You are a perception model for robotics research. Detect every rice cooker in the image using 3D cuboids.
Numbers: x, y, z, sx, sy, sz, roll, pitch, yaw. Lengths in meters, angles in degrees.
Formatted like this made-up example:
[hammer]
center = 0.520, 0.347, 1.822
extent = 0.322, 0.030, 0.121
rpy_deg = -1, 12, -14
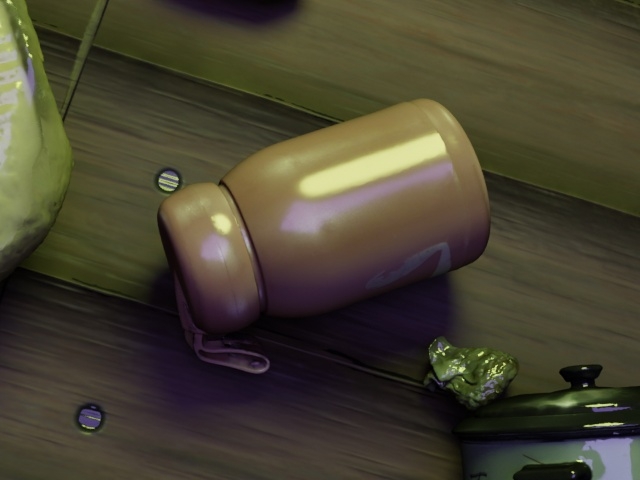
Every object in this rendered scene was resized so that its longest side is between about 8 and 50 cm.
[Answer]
[rice cooker]
center = 0.243, 0.224, 0.906
extent = 0.241, 0.280, 0.227
rpy_deg = -9, 79, 30

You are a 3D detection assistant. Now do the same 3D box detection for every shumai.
[shumai]
center = 0.145, 0.123, 1.010
extent = 0.080, 0.082, 0.083
rpy_deg = 46, 51, 6

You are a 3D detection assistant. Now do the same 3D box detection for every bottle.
[bottle]
center = 0.000, 0.000, 0.975
extent = 0.297, 0.173, 0.206
rpy_deg = -19, 112, -15

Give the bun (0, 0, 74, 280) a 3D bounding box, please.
[bun]
center = -0.397, -0.098, 0.913
extent = 0.364, 0.202, 0.364
rpy_deg = 1, 81, -7
